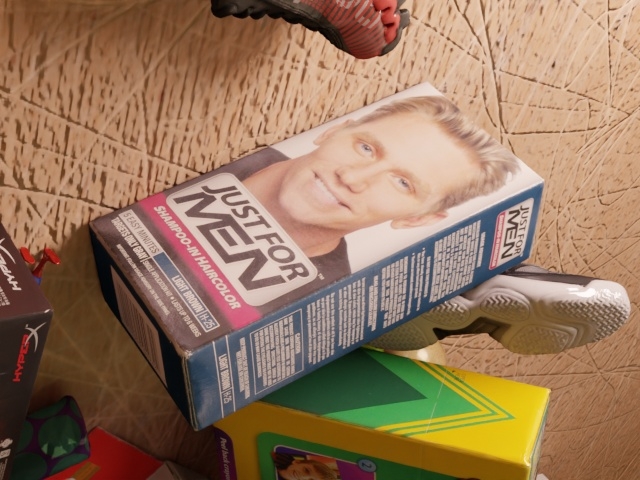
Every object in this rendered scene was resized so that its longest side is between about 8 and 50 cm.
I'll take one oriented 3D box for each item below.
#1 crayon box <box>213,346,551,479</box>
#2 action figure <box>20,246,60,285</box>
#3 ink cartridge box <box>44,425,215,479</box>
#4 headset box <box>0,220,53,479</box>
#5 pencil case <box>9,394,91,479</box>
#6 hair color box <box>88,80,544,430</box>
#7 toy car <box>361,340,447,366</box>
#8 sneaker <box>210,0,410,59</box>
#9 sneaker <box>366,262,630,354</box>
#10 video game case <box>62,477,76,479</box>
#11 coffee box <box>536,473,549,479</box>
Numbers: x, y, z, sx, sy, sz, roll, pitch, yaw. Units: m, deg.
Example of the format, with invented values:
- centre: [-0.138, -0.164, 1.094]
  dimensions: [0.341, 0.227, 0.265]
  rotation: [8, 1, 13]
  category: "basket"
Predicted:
- centre: [0.060, 0.272, 1.134]
  dimensions: [0.106, 0.313, 0.363]
  rotation: [-65, 160, -45]
  category: "crayon box"
- centre: [-0.249, 0.058, 0.879]
  dimensions: [0.038, 0.030, 0.115]
  rotation: [-2, 132, -49]
  category: "action figure"
- centre: [-0.259, 0.350, 1.151]
  dimensions: [0.296, 0.066, 0.261]
  rotation: [-42, 146, 1]
  category: "ink cartridge box"
- centre: [-0.362, 0.114, 0.757]
  dimensions: [0.293, 0.110, 0.218]
  rotation: [-8, 134, -39]
  category: "headset box"
- centre: [-0.281, 0.193, 0.959]
  dimensions: [0.152, 0.070, 0.064]
  rotation: [-21, 110, -22]
  category: "pencil case"
- centre: [0.000, 0.000, 0.923]
  dimensions: [0.347, 0.174, 0.105]
  rotation: [-25, 141, -23]
  category: "hair color box"
- centre: [0.083, 0.136, 1.222]
  dimensions: [0.188, 0.149, 0.155]
  rotation: [-44, 169, -45]
  category: "toy car"
- centre: [-0.035, -0.198, 0.744]
  dimensions: [0.135, 0.097, 0.276]
  rotation: [-44, 143, 3]
  category: "sneaker"
- centre: [0.156, 0.023, 1.038]
  dimensions: [0.269, 0.153, 0.101]
  rotation: [-2, 143, 14]
  category: "sneaker"
- centre: [-0.329, 0.261, 0.929]
  dimensions: [0.212, 0.023, 0.193]
  rotation: [-16, 169, -29]
  category: "video game case"
- centre: [0.283, 0.639, 1.743]
  dimensions: [0.338, 0.334, 0.338]
  rotation: [-7, 134, -41]
  category: "coffee box"
